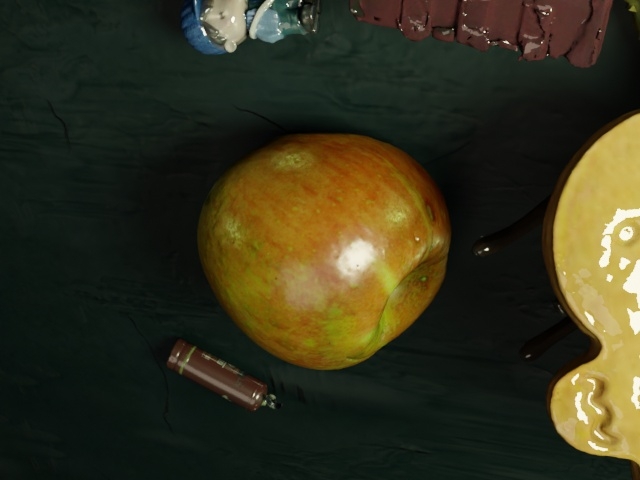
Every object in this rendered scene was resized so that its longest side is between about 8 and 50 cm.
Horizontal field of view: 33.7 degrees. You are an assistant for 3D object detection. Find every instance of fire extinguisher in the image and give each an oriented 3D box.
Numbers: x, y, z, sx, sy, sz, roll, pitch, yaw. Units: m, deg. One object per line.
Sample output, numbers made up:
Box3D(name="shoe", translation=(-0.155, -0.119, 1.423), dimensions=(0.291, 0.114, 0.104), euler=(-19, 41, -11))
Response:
Box3D(name="fire extinguisher", translation=(-0.122, 0.181, 1.362), dimensions=(0.158, 0.043, 0.064), euler=(28, 163, 3))

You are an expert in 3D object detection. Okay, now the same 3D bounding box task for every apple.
Box3D(name="apple", translation=(0.000, 0.000, 1.064), dimensions=(0.226, 0.246, 0.246), euler=(36, 136, 21))

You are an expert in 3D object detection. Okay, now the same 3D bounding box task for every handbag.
Box3D(name="handbag", translation=(0.129, -0.241, 0.800), dimensions=(0.203, 0.074, 0.216), euler=(13, 136, 12))

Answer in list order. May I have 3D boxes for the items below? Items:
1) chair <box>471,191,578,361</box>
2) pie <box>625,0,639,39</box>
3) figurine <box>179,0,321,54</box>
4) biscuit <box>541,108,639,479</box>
Box3D(name="chair", translation=(0.326, 0.001, 0.947), dimensions=(0.160, 0.319, 0.186), euler=(62, 170, -25))
Box3D(name="pie", translation=(0.374, -0.212, 0.764), dimensions=(0.355, 0.103, 0.288), euler=(15, 135, 15))
Box3D(name="figurine", translation=(-0.067, -0.216, 1.006), dimensions=(0.136, 0.077, 0.079), euler=(3, 164, 4))
Box3D(name="biscuit", translation=(0.302, 0.068, 0.816), dimensions=(0.275, 0.052, 0.355), euler=(-14, 94, -2))
